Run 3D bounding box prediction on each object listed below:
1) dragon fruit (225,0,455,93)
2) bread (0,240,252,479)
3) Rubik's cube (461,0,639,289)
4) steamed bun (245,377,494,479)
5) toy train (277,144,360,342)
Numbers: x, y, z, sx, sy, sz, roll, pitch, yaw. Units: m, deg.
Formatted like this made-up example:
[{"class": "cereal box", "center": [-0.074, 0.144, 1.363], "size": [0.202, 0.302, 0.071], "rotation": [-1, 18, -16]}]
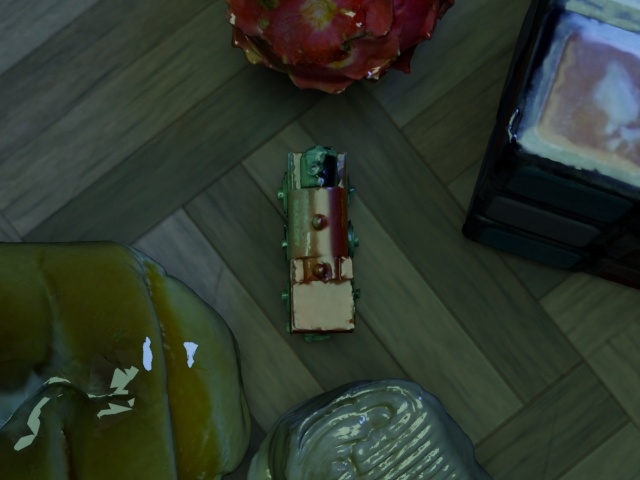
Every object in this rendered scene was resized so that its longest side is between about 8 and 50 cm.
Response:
[{"class": "dragon fruit", "center": [0.020, -0.250, 1.375], "size": [0.210, 0.205, 0.268], "rotation": [22, 44, -23]}, {"class": "bread", "center": [-0.228, 0.144, 1.314], "size": [0.341, 0.210, 0.301], "rotation": [5, 85, 0]}, {"class": "Rubik's cube", "center": [0.333, -0.140, 1.276], "size": [0.358, 0.363, 0.362], "rotation": [16, 84, 0]}, {"class": "steamed bun", "center": [0.031, 0.212, 1.339], "size": [0.211, 0.144, 0.218], "rotation": [-36, 114, 3]}, {"class": "toy train", "center": [0.000, 0.000, 1.375], "size": [0.074, 0.118, 0.176], "rotation": [0, 84, -3]}]
